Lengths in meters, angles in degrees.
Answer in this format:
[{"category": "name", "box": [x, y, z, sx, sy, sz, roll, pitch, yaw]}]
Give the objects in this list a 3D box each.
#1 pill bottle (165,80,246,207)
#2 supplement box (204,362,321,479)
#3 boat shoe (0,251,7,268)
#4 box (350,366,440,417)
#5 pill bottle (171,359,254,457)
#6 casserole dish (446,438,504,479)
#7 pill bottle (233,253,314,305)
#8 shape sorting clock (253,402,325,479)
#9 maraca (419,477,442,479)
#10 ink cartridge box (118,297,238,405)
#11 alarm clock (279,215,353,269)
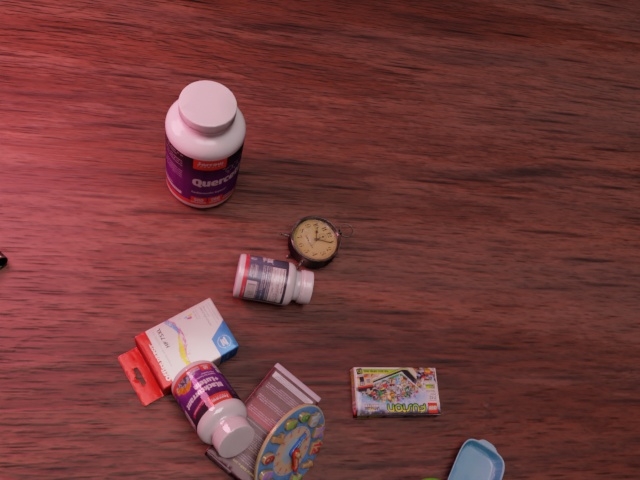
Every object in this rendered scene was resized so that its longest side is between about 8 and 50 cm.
[{"category": "pill bottle", "box": [-0.276, -0.224, 1.402, 0.181, 0.323, 0.182, 6, 63, -11]}, {"category": "supplement box", "box": [-0.122, 0.402, 1.277, 0.130, 0.073, 0.239, 39, 61, 6]}, {"category": "boat shoe", "box": [-0.750, 0.072, 1.291, 0.042, 0.049, 0.133, 32, 56, 12]}, {"category": "box", "box": [0.177, 0.359, 1.396, 0.207, 0.036, 0.114, 3, 64, -13]}, {"category": "pill bottle", "box": [-0.216, 0.342, 1.199, 0.108, 0.108, 0.193, -27, 44, -24]}, {"category": "casserole dish", "box": [0.345, 0.547, 1.348, 0.114, 0.037, 0.188, 33, 62, 2]}, {"category": "pill bottle", "box": [-0.112, 0.099, 1.410, 0.180, 0.108, 0.108, 11, 62, -10]}, {"category": "shape sorting clock", "box": [-0.058, 0.434, 1.218, 0.040, 0.206, 0.206, 21, 56, 32]}, {"category": "maraca", "box": [0.227, 0.600, 1.261, 0.127, 0.099, 0.186, 12, 88, -6]}, {"category": "ink cartridge box", "box": [-0.314, 0.245, 1.302, 0.231, 0.078, 0.134, -28, 74, -24]}, {"category": "alarm clock", "box": [0.000, 0.000, 1.512, 0.192, 0.064, 0.129, -20, 71, -20]}]
